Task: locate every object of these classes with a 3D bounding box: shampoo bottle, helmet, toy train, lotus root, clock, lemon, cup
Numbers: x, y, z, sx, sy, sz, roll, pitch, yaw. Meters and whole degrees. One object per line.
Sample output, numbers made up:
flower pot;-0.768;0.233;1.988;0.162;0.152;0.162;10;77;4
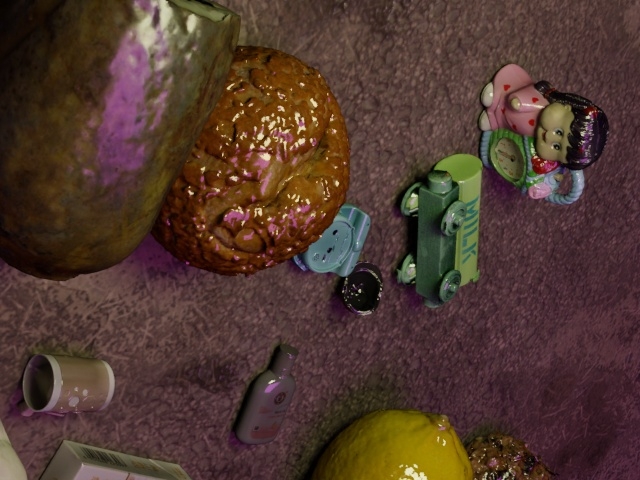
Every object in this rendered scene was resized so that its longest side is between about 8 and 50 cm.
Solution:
shampoo bottle;-0.076;0.238;1.741;0.080;0.040;0.165;5;115;-42
helmet;0.060;0.075;1.745;0.065;0.049;0.084;17;78;-15
toy train;0.204;-0.017;1.785;0.157;0.105;0.253;-37;138;-38
lotus root;-0.251;-0.128;1.190;0.250;0.250;0.346;6;117;-44
clock;0.344;-0.154;1.734;0.100;0.195;0.194;-26;131;-31
lemon;0.125;0.419;1.880;0.322;0.268;0.268;-47;140;12
cup;-0.328;0.198;1.459;0.099;0.074;0.102;11;110;-46
clock;-0.001;0.000;1.641;0.147;0.045;0.108;1;115;-42

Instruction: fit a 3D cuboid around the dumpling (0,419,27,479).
dumpling;-0.430;0.330;1.397;0.126;0.166;0.216;42;93;-17

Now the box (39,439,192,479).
box;-0.302;0.380;1.617;0.233;0.067;0.149;27;100;-48

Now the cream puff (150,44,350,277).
cream puff;-0.085;-0.088;1.380;0.303;0.212;0.303;-20;127;-29

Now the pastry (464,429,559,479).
pastry;0.340;0.507;2.216;0.274;0.193;0.275;-2;94;-33
